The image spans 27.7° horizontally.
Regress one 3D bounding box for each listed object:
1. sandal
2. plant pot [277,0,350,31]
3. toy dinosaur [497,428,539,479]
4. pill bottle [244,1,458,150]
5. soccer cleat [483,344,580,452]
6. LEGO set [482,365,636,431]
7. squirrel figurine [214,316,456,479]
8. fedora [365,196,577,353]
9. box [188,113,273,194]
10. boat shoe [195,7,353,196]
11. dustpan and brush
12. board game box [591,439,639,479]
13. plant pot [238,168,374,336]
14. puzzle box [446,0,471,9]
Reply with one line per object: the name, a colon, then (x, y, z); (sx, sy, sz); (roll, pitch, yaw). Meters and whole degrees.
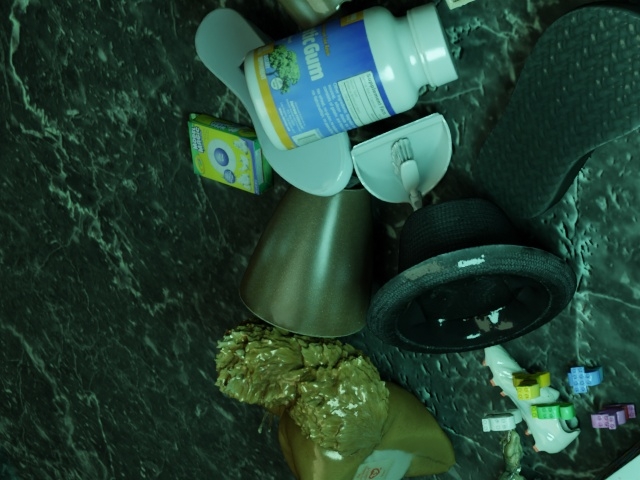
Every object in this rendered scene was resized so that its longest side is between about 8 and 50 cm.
sandal: (0.332, -0.181, 1.679); (0.167, 0.107, 0.446); (49, 152, 7)
plant pot: (-0.019, -0.394, 1.841); (0.165, 0.167, 0.167); (52, 141, -8)
toy dinosaur: (0.304, 0.433, 2.034); (0.118, 0.064, 0.268); (4, 74, 52)
pill bottle: (0.045, -0.234, 1.798); (0.272, 0.152, 0.152); (-19, 104, 11)
soccer cleat: (0.321, 0.231, 1.980); (0.076, 0.068, 0.196); (-35, 81, 21)
LEGO set: (0.332, 0.232, 1.888); (0.227, 0.093, 0.087); (-7, 95, 23)
squirrel figurine: (-0.016, 0.243, 2.157); (0.370, 0.281, 0.397); (48, 168, 40)
fedora: (0.205, 0.039, 1.854); (0.334, 0.334, 0.152); (-43, 49, 50)
box: (-0.163, -0.152, 2.223); (0.179, 0.043, 0.105); (20, 128, 38)
boat shoe: (-0.047, -0.202, 1.998); (0.136, 0.156, 0.367); (-48, 63, 15)
dustpan and brush: (0.135, -0.087, 1.932); (0.211, 0.147, 0.060); (69, 178, -60)
board game box: (0.453, 0.328, 1.780); (0.097, 0.224, 0.303); (50, 139, 12)
plant pot: (0.000, 0.000, 2.058); (0.215, 0.215, 0.230); (29, 118, 29)
puzzle box: (0.261, -0.468, 1.583); (0.409, 0.052, 0.272); (-16, 104, 49)
